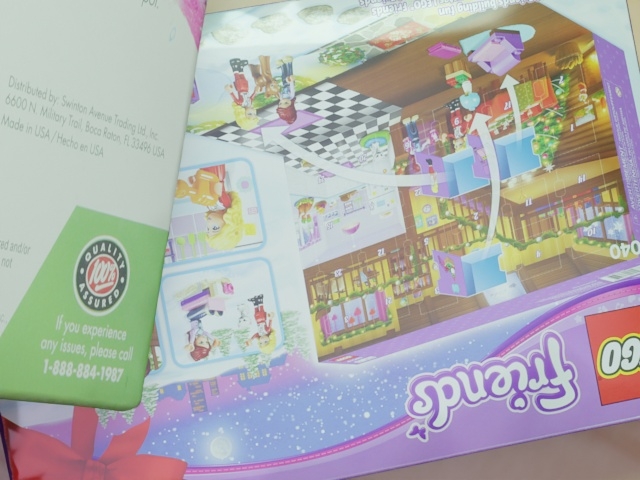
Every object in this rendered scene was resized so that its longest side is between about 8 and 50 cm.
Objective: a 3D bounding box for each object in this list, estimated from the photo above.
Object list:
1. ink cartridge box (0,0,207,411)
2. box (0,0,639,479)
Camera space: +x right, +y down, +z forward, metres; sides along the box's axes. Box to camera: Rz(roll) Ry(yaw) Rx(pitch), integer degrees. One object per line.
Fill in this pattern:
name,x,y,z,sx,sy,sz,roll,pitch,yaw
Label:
ink cartridge box,-0.132,-0.129,0.598,0.119,0.207,0.353,7,85,27
box,0.000,0.000,0.747,0.293,0.057,0.201,-10,87,-8
